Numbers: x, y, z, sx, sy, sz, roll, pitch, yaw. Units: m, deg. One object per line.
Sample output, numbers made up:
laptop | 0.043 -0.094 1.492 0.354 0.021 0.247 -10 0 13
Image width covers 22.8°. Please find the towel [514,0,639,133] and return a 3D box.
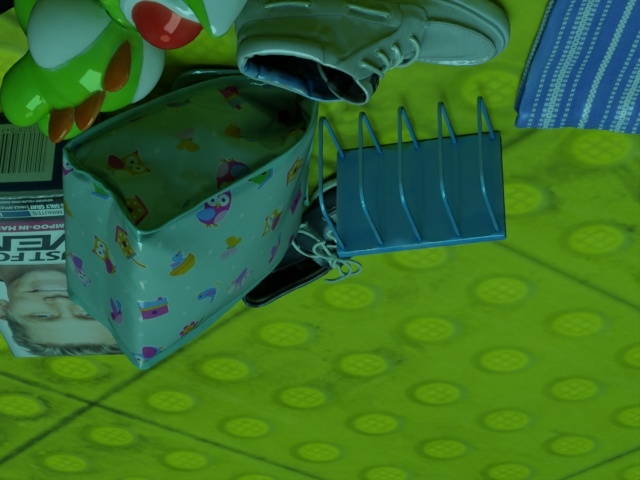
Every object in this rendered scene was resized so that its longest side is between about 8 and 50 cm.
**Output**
towel | 0.365 -0.164 1.473 0.336 0.040 0.243 5 148 -5

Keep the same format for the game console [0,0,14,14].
game console | -0.324 -0.247 1.395 0.107 0.071 0.122 21 158 29

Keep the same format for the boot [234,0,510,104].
boot | 0.046 -0.166 1.401 0.258 0.123 0.095 9 148 -13

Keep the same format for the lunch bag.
lunch bag | -0.113 -0.039 1.550 0.262 0.160 0.223 -33 151 -28

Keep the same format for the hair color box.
hair color box | -0.286 0.004 1.716 0.173 0.105 0.347 -2 149 6

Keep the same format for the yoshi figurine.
yoshi figurine | -0.148 -0.237 1.291 0.203 0.203 0.362 46 123 -6

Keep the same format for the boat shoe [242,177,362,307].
boat shoe | 0.000 0.000 1.720 0.254 0.079 0.095 -25 138 36

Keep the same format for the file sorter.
file sorter | 0.089 -0.066 1.562 0.170 0.118 0.104 -6 153 13
